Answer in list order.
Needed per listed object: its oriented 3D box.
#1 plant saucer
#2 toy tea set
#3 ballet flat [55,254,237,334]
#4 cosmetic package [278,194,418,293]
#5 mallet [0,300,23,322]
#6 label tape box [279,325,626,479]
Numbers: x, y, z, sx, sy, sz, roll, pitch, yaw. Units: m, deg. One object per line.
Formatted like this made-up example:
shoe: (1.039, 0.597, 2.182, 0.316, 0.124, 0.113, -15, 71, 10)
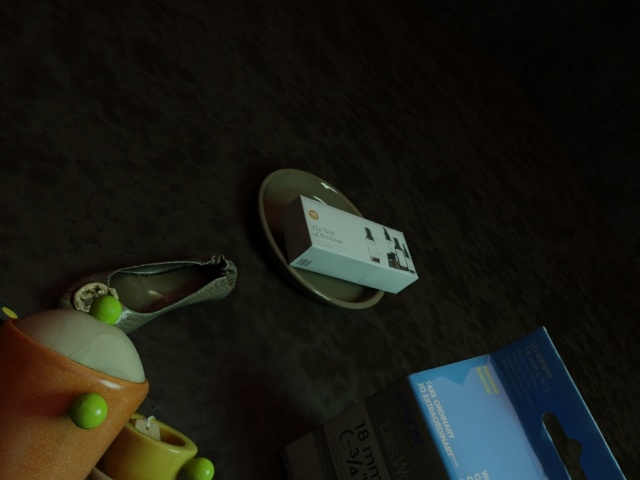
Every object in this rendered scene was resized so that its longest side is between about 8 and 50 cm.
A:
plant saucer: (0.000, 0.000, 1.018, 0.278, 0.041, 0.277, 29, 38, -26)
toy tea set: (-0.226, 0.070, 0.449, 0.336, 0.124, 0.200, 24, -11, 20)
ballet flat: (-0.190, 0.056, 0.724, 0.250, 0.058, 0.084, -9, 63, -52)
cosmetic package: (0.050, 0.010, 0.975, 0.239, 0.060, 0.098, 17, 44, -40)
mallet: (-0.285, 0.086, 0.610, 0.190, 0.039, 0.062, 43, 35, -3)
label tape box: (0.124, 0.267, 0.628, 0.106, 0.334, 0.240, 9, 50, -45)
